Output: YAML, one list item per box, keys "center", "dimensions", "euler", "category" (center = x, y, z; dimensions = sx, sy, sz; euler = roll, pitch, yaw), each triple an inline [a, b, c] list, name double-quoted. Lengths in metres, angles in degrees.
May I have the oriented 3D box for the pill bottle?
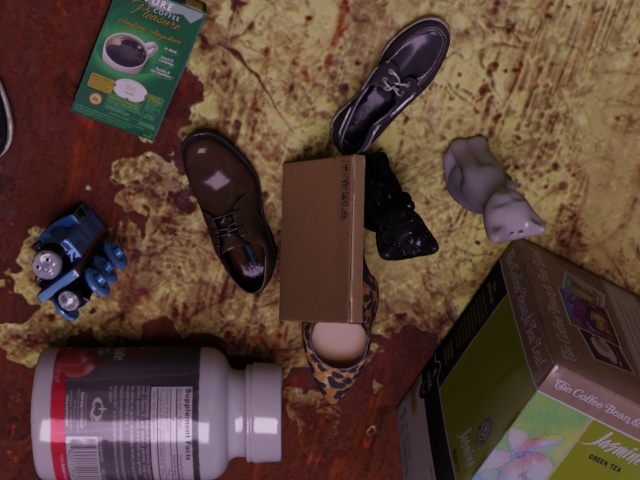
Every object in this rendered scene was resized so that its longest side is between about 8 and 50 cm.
- center: [-0.209, 0.227, 1.987]
  dimensions: [0.318, 0.176, 0.176]
  euler: [0, 117, -2]
  category: "pill bottle"

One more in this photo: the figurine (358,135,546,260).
- center: [0.150, -0.040, 1.828]
  dimensions: [0.214, 0.209, 0.092]
  euler: [-9, 116, -7]
  category: "figurine"

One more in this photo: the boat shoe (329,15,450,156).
- center: [0.088, -0.181, 1.847]
  dimensions: [0.075, 0.065, 0.206]
  euler: [35, 111, -18]
  category: "boat shoe"

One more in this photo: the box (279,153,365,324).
- center: [0.000, 0.000, 1.850]
  dimensions: [0.021, 0.164, 0.201]
  euler: [2, 87, -32]
  category: "box"

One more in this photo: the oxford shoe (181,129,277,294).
- center: [-0.110, -0.033, 1.902]
  dimensions: [0.082, 0.096, 0.227]
  euler: [-20, 114, 11]
  category: "oxford shoe"

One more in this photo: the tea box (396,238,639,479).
- center: [0.272, 0.229, 1.917]
  dimensions: [0.220, 0.329, 0.324]
  euler: [25, 114, -13]
  category: "tea box"

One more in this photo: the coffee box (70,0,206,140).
- center: [-0.220, -0.221, 1.832]
  dimensions: [0.113, 0.040, 0.184]
  euler: [19, 116, -12]
  category: "coffee box"

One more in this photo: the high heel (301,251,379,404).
- center: [0.025, 0.136, 1.941]
  dimensions: [0.093, 0.186, 0.261]
  euler: [4, 117, -4]
  category: "high heel"

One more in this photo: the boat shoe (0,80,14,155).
- center: [-0.477, -0.220, 1.784]
  dimensions: [0.127, 0.113, 0.340]
  euler: [-19, 116, 8]
  category: "boat shoe"

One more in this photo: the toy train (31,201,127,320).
- center: [-0.307, 0.026, 1.882]
  dimensions: [0.080, 0.184, 0.105]
  euler: [-36, 102, 17]
  category: "toy train"
